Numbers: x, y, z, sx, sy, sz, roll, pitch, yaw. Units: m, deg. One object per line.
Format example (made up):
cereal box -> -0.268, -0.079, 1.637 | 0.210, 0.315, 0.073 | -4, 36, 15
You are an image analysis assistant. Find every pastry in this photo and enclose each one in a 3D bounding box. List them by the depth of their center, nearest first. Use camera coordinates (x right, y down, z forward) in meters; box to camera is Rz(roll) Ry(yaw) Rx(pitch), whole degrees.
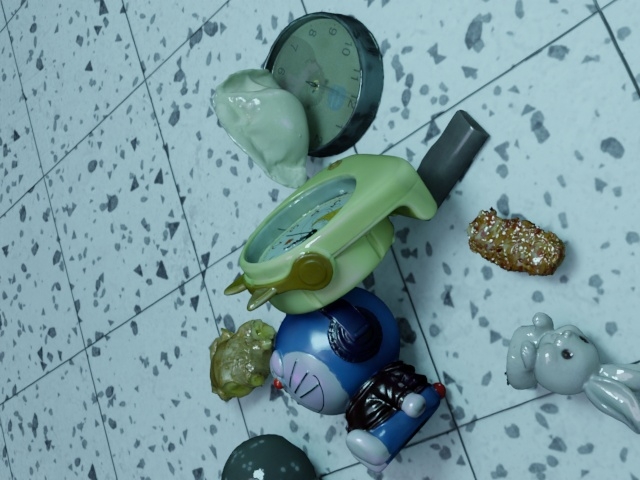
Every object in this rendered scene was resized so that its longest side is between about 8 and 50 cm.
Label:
pastry -> 0.310, 0.008, 1.311 | 0.169, 0.063, 0.087 | 27, 98, 43

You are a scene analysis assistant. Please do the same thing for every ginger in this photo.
ginger -> -0.158, 0.242, 1.690 | 0.216, 0.102, 0.157 | -31, 43, 42

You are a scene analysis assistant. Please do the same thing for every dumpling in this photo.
dumpling -> -0.109, -0.206, 1.526 | 0.131, 0.179, 0.252 | -26, 72, 38

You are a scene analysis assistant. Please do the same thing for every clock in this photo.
clock -> 0.000, 0.000, 1.380 | 0.348, 0.117, 0.286 | -42, 20, -12
clock -> -0.005, -0.297, 1.591 | 0.280, 0.055, 0.281 | -1, 89, 42

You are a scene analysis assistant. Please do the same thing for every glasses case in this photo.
glasses case -> 0.206, -0.126, 1.416 | 0.191, 0.042, 0.072 | -58, 48, 25

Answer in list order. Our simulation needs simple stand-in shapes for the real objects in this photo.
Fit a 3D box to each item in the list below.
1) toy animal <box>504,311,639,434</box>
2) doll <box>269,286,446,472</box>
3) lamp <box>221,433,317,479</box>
toy animal -> 0.381, 0.182, 1.207 | 0.220, 0.103, 0.131 | 9, 124, 40
doll -> 0.051, 0.218, 1.427 | 0.310, 0.240, 0.284 | 44, 155, 17
lamp -> -0.053, 0.500, 1.555 | 0.314, 0.182, 0.182 | 41, 115, 23
